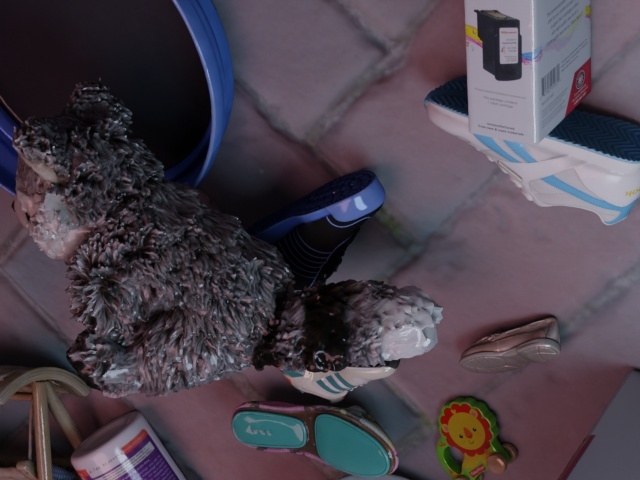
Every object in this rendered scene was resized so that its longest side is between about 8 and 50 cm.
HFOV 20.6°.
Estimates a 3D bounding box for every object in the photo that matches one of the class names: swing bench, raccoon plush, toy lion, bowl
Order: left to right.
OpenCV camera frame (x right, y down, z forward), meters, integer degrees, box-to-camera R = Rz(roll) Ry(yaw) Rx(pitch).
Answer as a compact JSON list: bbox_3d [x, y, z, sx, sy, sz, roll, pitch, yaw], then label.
[{"bbox_3d":[-0.423,0.265,2.269,0.253,0.165,0.254,-1,112,34],"label":"swing bench"},{"bbox_3d":[-0.269,-0.199,1.913,0.391,0.077,0.391,15,128,20],"label":"bowl"},{"bbox_3d":[-0.110,-0.025,1.809,0.447,0.216,0.299,-8,108,11],"label":"raccoon plush"},{"bbox_3d":[0.163,0.222,1.948,0.096,0.034,0.100,51,133,4],"label":"toy lion"}]

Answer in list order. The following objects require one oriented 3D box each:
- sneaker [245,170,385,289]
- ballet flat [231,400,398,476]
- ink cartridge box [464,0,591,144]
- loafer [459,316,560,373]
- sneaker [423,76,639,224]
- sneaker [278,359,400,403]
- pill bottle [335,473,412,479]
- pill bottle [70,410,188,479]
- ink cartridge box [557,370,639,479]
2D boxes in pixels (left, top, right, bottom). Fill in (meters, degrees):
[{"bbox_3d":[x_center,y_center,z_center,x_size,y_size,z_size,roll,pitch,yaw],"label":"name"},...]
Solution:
[{"bbox_3d":[0.000,0.000,1.883,0.232,0.081,0.090,-24,107,47],"label":"sneaker"},{"bbox_3d":[0.003,0.215,2.012,0.222,0.079,0.076,7,109,31],"label":"ballet flat"},{"bbox_3d":[0.190,-0.195,1.598,0.072,0.127,0.175,13,124,29],"label":"ink cartridge box"},{"bbox_3d":[0.201,0.111,1.851,0.125,0.039,0.045,-16,142,42],"label":"loafer"},{"bbox_3d":[0.200,-0.087,1.689,0.229,0.087,0.092,24,131,21],"label":"sneaker"},{"bbox_3d":[0.028,0.146,1.977,0.161,0.057,0.075,-3,133,33],"label":"sneaker"},{"bbox_3d":[0.048,0.458,2.053,0.204,0.204,0.361,24,128,19],"label":"pill bottle"},{"bbox_3d":[-0.217,0.320,2.201,0.108,0.108,0.193,-24,103,40],"label":"pill bottle"},{"bbox_3d":[0.319,0.372,1.770,0.160,0.279,0.384,15,125,23],"label":"ink cartridge box"}]
